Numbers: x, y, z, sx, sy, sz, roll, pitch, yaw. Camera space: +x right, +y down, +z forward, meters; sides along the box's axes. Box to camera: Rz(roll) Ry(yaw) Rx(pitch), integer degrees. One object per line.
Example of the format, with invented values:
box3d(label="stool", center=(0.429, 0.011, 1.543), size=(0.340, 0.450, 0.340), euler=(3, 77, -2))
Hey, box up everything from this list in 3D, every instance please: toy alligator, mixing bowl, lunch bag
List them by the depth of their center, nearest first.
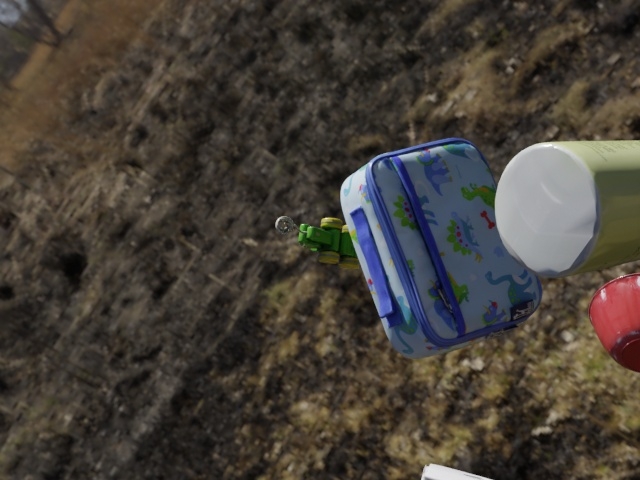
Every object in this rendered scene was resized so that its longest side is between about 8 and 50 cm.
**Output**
box3d(label="lunch bag", center=(0.124, 0.008, 0.998), size=(0.090, 0.176, 0.219), euler=(-35, 70, 55))
box3d(label="toy alligator", center=(0.000, 0.000, 1.248), size=(0.051, 0.189, 0.056), euler=(-8, 71, 47))
box3d(label="mixing bowl", center=(0.524, 0.148, 1.514), size=(0.181, 0.181, 0.098), euler=(-41, 22, 38))

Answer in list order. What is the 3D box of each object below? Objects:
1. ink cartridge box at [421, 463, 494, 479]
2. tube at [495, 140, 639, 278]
box3d(label="ink cartridge box", center=(0.192, 0.431, 1.273), size=(0.092, 0.158, 0.218), euler=(28, -105, -79))
box3d(label="tube", center=(0.194, -0.024, 0.483), size=(0.070, 0.240, 0.062), euler=(46, 130, 38))
